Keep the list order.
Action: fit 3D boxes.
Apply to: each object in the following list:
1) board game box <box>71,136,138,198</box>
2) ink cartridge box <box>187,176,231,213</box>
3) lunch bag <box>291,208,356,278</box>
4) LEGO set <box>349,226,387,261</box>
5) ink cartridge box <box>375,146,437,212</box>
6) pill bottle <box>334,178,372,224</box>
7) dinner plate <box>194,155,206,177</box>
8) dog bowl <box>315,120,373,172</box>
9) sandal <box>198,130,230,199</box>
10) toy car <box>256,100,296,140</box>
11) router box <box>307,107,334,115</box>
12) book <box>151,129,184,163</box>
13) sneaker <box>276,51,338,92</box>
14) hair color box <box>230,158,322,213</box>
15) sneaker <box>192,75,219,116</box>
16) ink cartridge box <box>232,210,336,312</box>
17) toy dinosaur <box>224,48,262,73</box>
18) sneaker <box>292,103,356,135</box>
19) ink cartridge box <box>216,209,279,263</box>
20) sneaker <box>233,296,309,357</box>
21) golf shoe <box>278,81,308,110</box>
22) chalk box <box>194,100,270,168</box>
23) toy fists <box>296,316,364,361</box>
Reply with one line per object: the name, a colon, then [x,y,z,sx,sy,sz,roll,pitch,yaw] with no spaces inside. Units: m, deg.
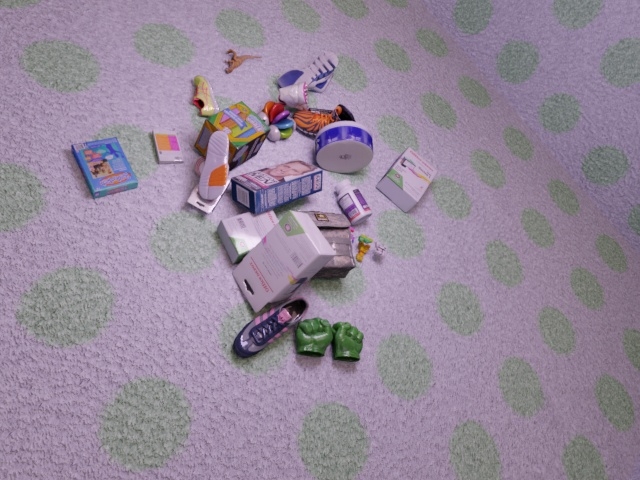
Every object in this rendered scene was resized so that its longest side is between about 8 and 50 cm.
board game box: [-0.789,-0.270,1.636,0.160,0.047,0.210,-21,75,-34]
ink cartridge box: [-0.440,-0.189,1.753,0.104,0.060,0.180,30,64,-10]
lunch bag: [0.000,0.000,1.812,0.235,0.169,0.287,2,64,-18]
LEGO set: [0.172,0.032,1.945,0.227,0.087,0.093,26,59,-20]
ink cartridge box: [0.435,-0.308,2.231,0.201,0.117,0.278,41,53,-2]
pill bottle: [0.144,-0.176,2.021,0.108,0.108,0.193,-21,76,-33]
dinner plate: [-0.448,-0.291,1.838,0.141,0.017,0.141,12,59,-21]
dog bowl: [0.108,-0.420,2.035,0.265,0.265,0.104,9,63,-22]
sandal: [-0.391,-0.282,1.711,0.102,0.076,0.265,11,87,3]
toy car: [-0.192,-0.555,2.032,0.159,0.136,0.182,-37,84,-36]
router box: [0.028,-0.586,2.215,0.179,0.046,0.133,-1,66,-27]
book: [-0.613,-0.376,1.791,0.096,0.035,0.144,-7,69,-33]
sneaker: [-0.050,-0.796,2.242,0.315,0.182,0.127,-29,77,-5]
hair color box: [-0.174,-0.230,1.836,0.347,0.105,0.174,-24,40,-36]
sneaker: [-0.517,-0.631,1.943,0.094,0.081,0.208,-17,74,-30]
ink cartridge box: [-0.141,0.084,1.636,0.207,0.353,0.119,55,23,20]
toy dinosaur: [-0.398,-0.872,2.153,0.211,0.064,0.112,-46,108,-27]
sneaker: [0.030,-0.565,2.056,0.321,0.180,0.124,17,66,1]
ink cartridge box: [-0.267,-0.024,1.742,0.219,0.092,0.160,-19,73,-33]
sneaker: [-0.172,0.296,1.599,0.319,0.131,0.112,-36,84,-35]
golf shoe: [-0.123,-0.665,2.068,0.140,0.306,0.115,-4,95,0]
chalk box: [-0.345,-0.442,1.863,0.179,0.180,0.289,44,46,0]
toy fists: [0.039,0.368,1.692,0.279,0.096,0.142,12,59,-19]
